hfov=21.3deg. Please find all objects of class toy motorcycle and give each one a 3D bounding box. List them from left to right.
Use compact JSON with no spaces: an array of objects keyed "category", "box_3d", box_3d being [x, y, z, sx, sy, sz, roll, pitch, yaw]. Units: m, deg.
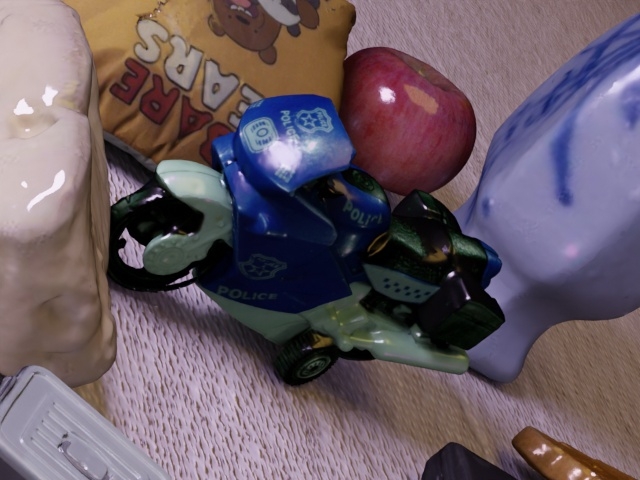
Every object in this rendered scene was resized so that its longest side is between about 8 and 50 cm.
[{"category":"toy motorcycle","box_3d":[0.000,0.000,1.239,0.331,0.196,0.125,22,35,-41]}]

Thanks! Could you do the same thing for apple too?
[{"category":"apple","box_3d":[0.072,-0.110,1.619,0.153,0.120,0.153,30,16,-9]}]

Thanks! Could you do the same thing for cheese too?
[{"category":"cheese","box_3d":[-0.180,-0.042,1.067,0.093,0.159,0.263,-4,41,-5]}]

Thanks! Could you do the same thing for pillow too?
[{"category":"pillow","box_3d":[-0.097,-0.161,1.385,0.310,0.119,0.312,36,47,-29]}]

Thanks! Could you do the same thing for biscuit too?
[{"category":"biscuit","box_3d":[0.269,0.234,1.473,0.212,0.041,0.238,32,3,22]}]

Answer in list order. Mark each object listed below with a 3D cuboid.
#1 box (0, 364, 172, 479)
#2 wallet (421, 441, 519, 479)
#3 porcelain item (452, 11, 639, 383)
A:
[{"category":"box","box_3d":[-0.147,0.138,0.933,0.122,0.069,0.084,43,25,-10]},{"category":"wallet","box_3d":[0.244,0.325,1.315,0.406,0.062,0.228,35,26,-28]},{"category":"porcelain item","box_3d":[0.262,-0.061,1.519,0.178,0.405,0.242,43,23,-11]}]
